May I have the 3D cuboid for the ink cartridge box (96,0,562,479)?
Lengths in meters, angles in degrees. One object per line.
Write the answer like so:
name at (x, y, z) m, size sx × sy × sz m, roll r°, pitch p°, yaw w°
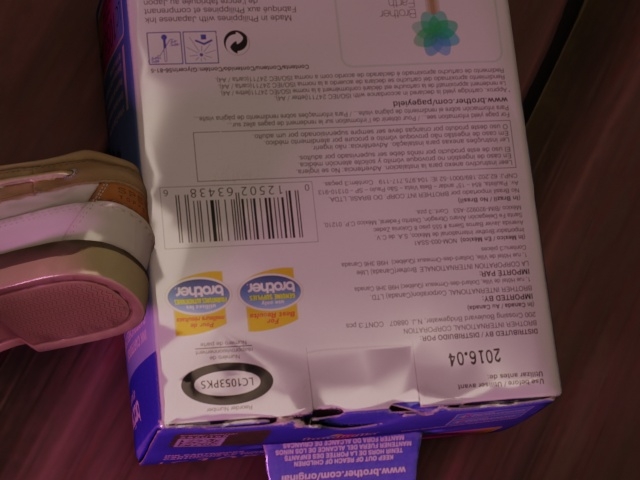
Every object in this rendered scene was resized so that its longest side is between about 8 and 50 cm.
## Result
ink cartridge box at (0.000, 0.000, 1.243) m, size 0.270 × 0.151 × 0.395 m, roll -3°, pitch 74°, yaw -12°

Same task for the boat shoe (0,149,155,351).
boat shoe at (-0.243, 0.016, 1.171) m, size 0.302 × 0.113 × 0.103 m, roll -6°, pitch 56°, yaw 17°
